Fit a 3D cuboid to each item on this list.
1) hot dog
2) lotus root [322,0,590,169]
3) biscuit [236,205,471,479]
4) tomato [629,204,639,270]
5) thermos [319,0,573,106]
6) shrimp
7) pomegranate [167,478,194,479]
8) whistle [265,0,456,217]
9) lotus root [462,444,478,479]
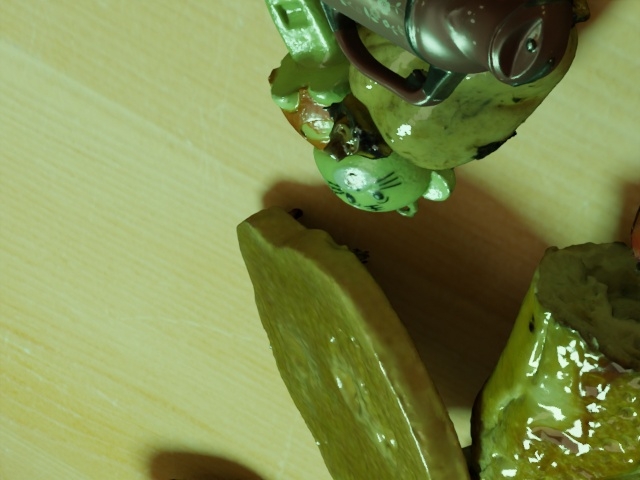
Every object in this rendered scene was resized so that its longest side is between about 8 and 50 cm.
[{"bbox_3d":[0.322,0.200,1.698,0.367,0.196,0.365,24,134,4],"label":"hot dog"},{"bbox_3d":[0.117,-0.146,1.505,0.257,0.140,0.154,-29,97,39],"label":"lotus root"},{"bbox_3d":[0.046,0.154,1.856,0.365,0.062,0.385,31,144,58],"label":"biscuit"},{"bbox_3d":[0.345,-0.023,1.503,0.173,0.099,0.189,-4,172,25],"label":"tomato"},{"bbox_3d":[0.056,-0.197,1.390,0.330,0.136,0.109,35,179,40],"label":"thermos"},{"bbox_3d":[0.000,0.000,1.891,0.114,0.023,0.083,4,133,47],"label":"shrimp"},{"bbox_3d":[-0.155,0.459,2.424,0.285,0.285,0.340,10,170,33],"label":"pomegranate"},{"bbox_3d":[0.023,-0.129,1.634,0.131,0.106,0.288,-2,132,39],"label":"whistle"},{"bbox_3d":[0.173,0.323,2.006,0.151,0.169,0.343,33,147,10],"label":"lotus root"}]
